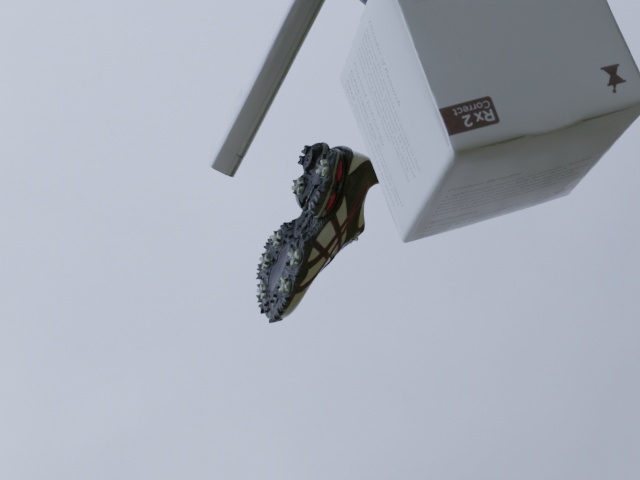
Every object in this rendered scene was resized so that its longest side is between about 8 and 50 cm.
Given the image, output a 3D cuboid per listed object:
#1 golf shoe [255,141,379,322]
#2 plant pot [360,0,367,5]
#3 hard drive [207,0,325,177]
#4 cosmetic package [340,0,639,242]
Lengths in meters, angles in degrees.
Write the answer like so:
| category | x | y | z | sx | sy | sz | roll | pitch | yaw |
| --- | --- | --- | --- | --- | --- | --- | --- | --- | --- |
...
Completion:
| category | x | y | z | sx | sy | sz | roll | pitch | yaw |
| --- | --- | --- | --- | --- | --- | --- | --- | --- | --- |
| golf shoe | 0.000 | 0.000 | 1.756 | 0.120 | 0.105 | 0.273 | 11 | -67 | -35 |
| plant pot | 0.171 | -0.417 | 1.216 | 0.341 | 0.341 | 0.334 | -53 | -3 | -17 |
| hard drive | -0.069 | -0.269 | 1.897 | 0.353 | 0.047 | 0.233 | -63 | 8 | 6 |
| cosmetic package | 0.119 | -0.111 | 0.931 | 0.151 | 0.151 | 0.184 | -16 | -16 | -14 |
